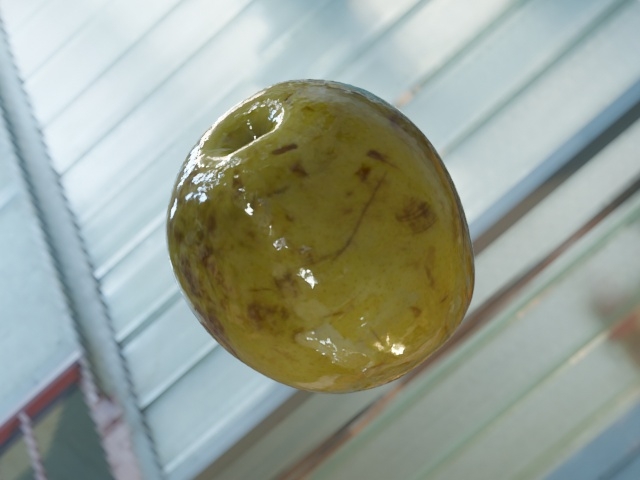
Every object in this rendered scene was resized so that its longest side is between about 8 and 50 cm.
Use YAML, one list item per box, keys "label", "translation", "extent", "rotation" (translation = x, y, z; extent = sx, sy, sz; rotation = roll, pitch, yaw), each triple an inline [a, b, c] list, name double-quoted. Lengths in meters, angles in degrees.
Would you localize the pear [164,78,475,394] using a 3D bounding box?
- label: "pear"
  translation: [0.000, 0.000, 1.513]
  extent: [0.280, 0.281, 0.280]
  rotation: [47, -169, -12]
